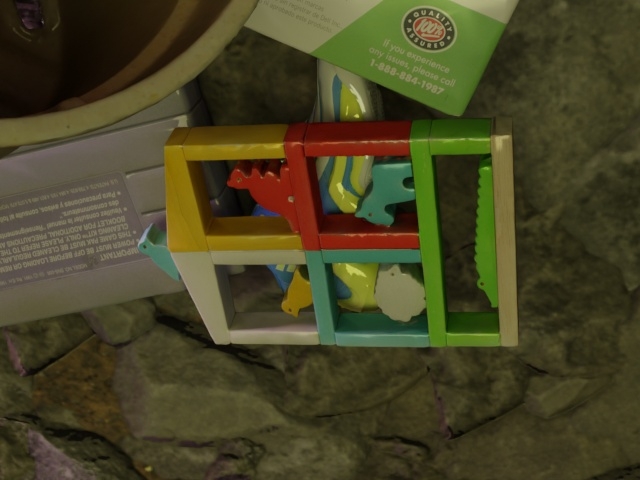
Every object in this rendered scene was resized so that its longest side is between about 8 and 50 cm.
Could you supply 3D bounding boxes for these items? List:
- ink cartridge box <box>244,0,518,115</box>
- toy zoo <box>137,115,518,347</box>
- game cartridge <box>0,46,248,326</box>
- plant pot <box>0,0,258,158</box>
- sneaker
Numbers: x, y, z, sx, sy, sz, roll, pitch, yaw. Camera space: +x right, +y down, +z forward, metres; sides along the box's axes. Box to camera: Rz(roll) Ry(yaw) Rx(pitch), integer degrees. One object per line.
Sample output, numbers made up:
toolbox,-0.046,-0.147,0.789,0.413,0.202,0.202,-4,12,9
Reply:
ink cartridge box,0.068,-0.283,0.604,0.207,0.119,0.354,23,118,-3
toy zoo,0.000,0.000,0.759,0.293,0.030,0.192,0,126,12
game cartridge,-0.254,-0.040,0.851,0.354,0.068,0.230,-11,119,12
plant pot,-0.226,-0.176,0.585,0.333,0.334,0.305,39,156,-13
sneaker,-0.008,-0.043,0.799,0.126,0.091,0.240,-3,118,10
